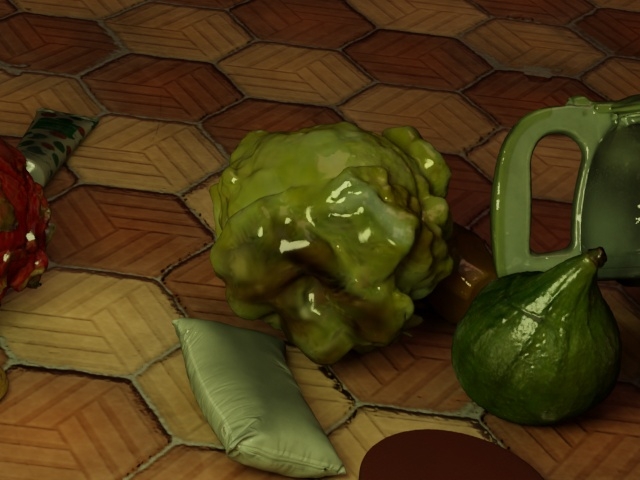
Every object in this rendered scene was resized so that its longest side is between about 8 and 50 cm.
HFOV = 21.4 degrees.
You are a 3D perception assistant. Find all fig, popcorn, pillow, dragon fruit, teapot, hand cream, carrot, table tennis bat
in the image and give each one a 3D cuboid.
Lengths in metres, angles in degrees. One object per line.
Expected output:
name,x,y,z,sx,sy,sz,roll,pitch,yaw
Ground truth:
fig,0.257,0.087,1.942,0.203,0.235,0.203,6,35,-4
popcorn,0.010,-0.002,2.006,0.312,0.312,0.312,5,30,-3
pillow,-0.071,0.172,1.884,0.144,0.078,0.254,7,28,-25
dragon fruit,-0.473,-0.023,1.935,0.342,0.277,0.277,10,29,-15
teapot,0.385,-0.063,2.063,0.321,0.239,0.239,-7,-1,28
hand cream,-0.384,-0.128,2.354,0.095,0.059,0.276,11,26,2
carrot,0.121,0.008,2.173,0.114,0.114,0.302,-16,36,-34
table tennis bat,0.173,0.286,1.776,0.200,0.038,0.310,-20,39,-37

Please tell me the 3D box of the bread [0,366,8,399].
bread,-0.403,0.158,1.885,0.110,0.024,0.110,6,30,-4
